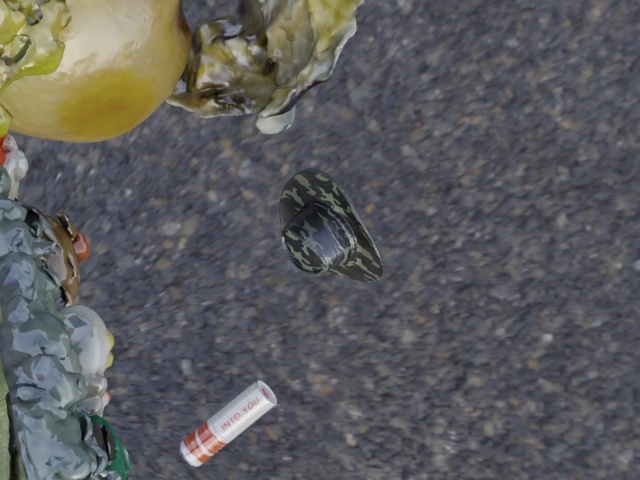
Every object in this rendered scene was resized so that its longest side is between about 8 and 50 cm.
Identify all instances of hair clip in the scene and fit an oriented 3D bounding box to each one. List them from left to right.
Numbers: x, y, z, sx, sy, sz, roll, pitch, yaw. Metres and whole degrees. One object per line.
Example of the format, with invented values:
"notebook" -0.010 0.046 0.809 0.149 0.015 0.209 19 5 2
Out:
"hair clip" -0.147 0.034 0.638 0.091 0.138 0.321 -7 47 -30

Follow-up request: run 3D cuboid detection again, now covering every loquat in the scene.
"loquat" -0.182 -0.175 0.962 0.213 0.213 0.213 2 83 -17

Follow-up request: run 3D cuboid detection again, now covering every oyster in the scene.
"oyster" -0.012 -0.198 0.984 0.115 0.351 0.238 34 82 -10

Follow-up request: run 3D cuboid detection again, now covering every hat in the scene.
"hat" 0.000 0.000 1.128 0.050 0.121 0.121 -37 95 -32

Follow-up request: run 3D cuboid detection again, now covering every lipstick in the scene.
"lipstick" -0.113 0.223 1.616 0.130 0.038 0.038 -40 97 13

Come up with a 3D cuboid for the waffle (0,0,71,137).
"waffle" -0.196 -0.147 0.484 0.245 0.052 0.254 5 116 -19
